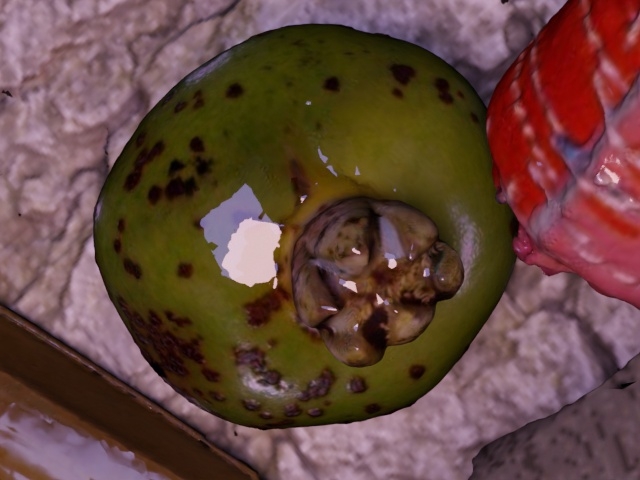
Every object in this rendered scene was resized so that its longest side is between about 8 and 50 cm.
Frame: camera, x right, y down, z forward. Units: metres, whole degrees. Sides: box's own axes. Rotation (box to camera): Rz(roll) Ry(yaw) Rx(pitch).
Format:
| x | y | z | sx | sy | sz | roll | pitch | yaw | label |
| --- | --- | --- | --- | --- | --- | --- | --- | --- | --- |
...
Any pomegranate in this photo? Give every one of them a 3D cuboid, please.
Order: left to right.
| x | y | z | sx | sy | sz | roll | pitch | yaw | label |
| --- | --- | --- | --- | --- | --- | --- | --- | --- | --- |
| 0.000 | 0.000 | 0.830 | 0.202 | 0.248 | 0.202 | -2 | 101 | -8 | pomegranate |

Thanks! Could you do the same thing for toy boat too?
| x | y | z | sx | sy | sz | roll | pitch | yaw | label |
| --- | --- | --- | --- | --- | --- | --- | --- | --- | --- |
| -0.150 | 0.124 | 0.938 | 0.321 | 0.089 | 0.121 | 30 | 101 | 13 | toy boat |

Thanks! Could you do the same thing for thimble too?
| x | y | z | sx | sy | sz | roll | pitch | yaw | label |
| --- | --- | --- | --- | --- | --- | --- | --- | --- | --- |
| 0.176 | -0.050 | 0.800 | 0.125 | 0.189 | 0.163 | -49 | 41 | 40 | thimble |

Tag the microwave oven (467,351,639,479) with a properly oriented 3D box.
| x | y | z | sx | sy | sz | roll | pitch | yaw | label |
| --- | --- | --- | --- | --- | --- | --- | --- | --- | --- |
| 0.140 | 0.267 | 0.726 | 0.432 | 0.236 | 0.374 | -42 | 53 | 8 | microwave oven |
